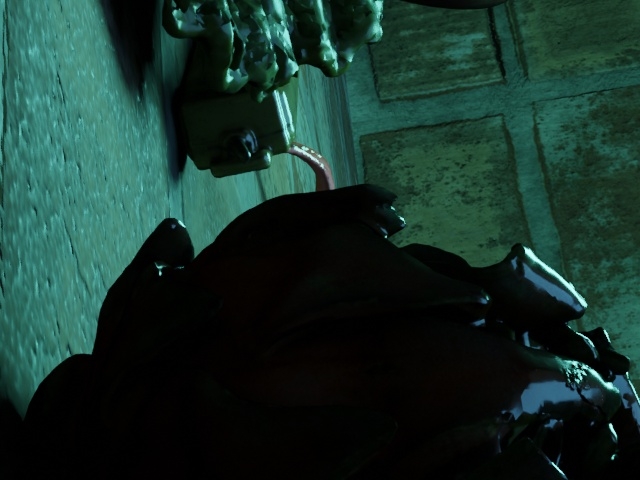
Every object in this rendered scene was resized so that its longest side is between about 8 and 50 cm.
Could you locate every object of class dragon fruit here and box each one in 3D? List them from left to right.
[{"bbox_3d":[0.002,0.070,0.533,0.188,0.182,0.182,-55,-172,14],"label":"dragon fruit"}]

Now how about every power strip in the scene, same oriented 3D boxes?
[{"bbox_3d":[-0.046,-0.106,1.061,0.305,0.064,0.044,-89,168,-68],"label":"power strip"}]

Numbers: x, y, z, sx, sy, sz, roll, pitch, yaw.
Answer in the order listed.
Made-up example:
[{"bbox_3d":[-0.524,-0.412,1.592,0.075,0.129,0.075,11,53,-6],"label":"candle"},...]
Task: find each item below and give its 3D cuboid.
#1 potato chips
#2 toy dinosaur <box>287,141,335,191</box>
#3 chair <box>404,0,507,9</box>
[{"bbox_3d":[-0.065,-0.280,0.923,0.358,0.070,0.429,15,61,-72],"label":"potato chips"},{"bbox_3d":[-0.002,0.000,1.482,0.139,0.070,0.286,44,-15,56],"label":"toy dinosaur"},{"bbox_3d":[0.006,-0.349,1.188,0.226,0.227,0.401,-76,157,-80],"label":"chair"}]
